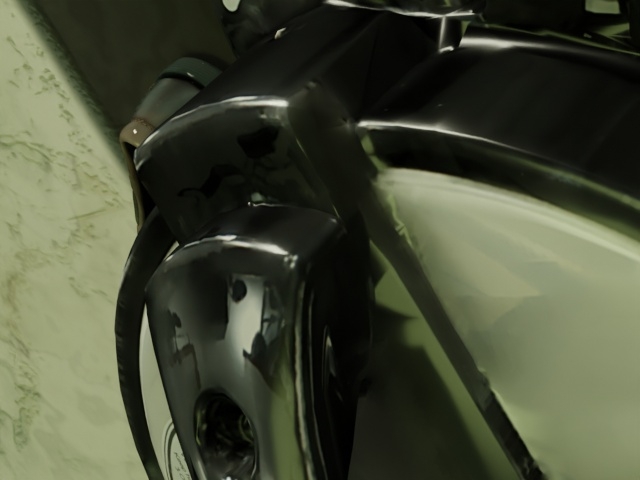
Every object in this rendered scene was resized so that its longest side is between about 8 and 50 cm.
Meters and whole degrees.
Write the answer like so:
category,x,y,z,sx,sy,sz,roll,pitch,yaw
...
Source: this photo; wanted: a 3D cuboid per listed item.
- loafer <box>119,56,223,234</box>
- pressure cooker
category,x,y,z,sx,sy,sz,roll,pitch,yaw
loafer,-0.095,0.005,0.986,0.096,0.084,0.267,23,136,26
pressure cooker,0.132,0.036,0.538,0.370,0.420,0.375,31,140,16
